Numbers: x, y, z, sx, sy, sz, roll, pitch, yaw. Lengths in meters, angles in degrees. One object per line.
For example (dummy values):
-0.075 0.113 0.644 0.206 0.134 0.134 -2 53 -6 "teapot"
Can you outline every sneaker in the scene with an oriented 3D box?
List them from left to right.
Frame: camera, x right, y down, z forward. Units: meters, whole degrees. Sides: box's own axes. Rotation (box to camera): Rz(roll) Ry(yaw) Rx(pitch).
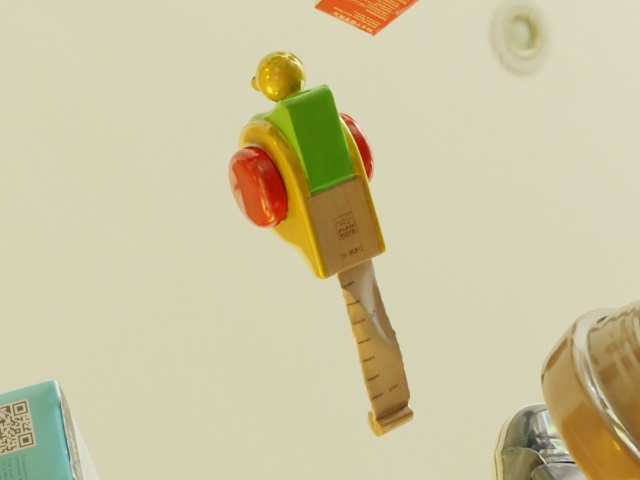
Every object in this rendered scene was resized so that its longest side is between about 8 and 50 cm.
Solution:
0.229 0.253 1.293 0.126 0.127 0.321 3 -129 -17 "sneaker"

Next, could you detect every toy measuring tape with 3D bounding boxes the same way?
0.000 0.000 1.320 0.121 0.121 0.330 -27 -71 -32 "toy measuring tape"

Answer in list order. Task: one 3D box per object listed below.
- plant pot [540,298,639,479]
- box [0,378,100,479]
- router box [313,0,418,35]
0.248 0.096 0.859 0.237 0.237 0.109 18 -62 -31 "plant pot"
-0.145 0.186 0.897 0.060 0.244 0.100 -15 -125 -5 "box"
0.129 -0.426 1.696 0.082 0.301 0.335 23 -115 -20 "router box"
